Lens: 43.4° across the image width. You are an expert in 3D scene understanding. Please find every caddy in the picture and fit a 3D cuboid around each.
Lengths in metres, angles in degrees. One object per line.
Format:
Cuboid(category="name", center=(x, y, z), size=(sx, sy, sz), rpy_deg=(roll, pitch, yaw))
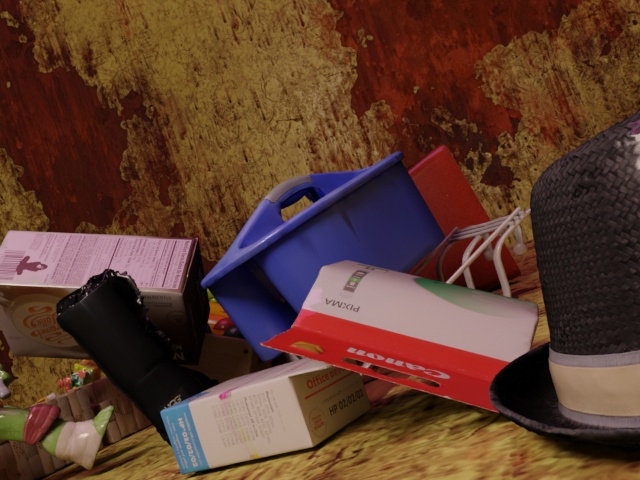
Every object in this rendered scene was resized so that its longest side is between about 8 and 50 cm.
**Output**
Cuboid(category="caddy", center=(0.000, 0.000, 1.038), size=(0.241, 0.179, 0.341), rpy_deg=(-34, 1, 43))

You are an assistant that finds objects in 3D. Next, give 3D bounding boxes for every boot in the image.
Cuboid(category="boot", center=(-0.205, 0.129, 0.925), size=(0.094, 0.207, 0.246), rpy_deg=(-38, 3, -11))

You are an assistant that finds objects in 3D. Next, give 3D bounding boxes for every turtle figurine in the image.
Cuboid(category="turtle figurine", center=(-0.366, 0.151, 0.921), size=(0.275, 0.266, 0.198), rpy_deg=(-84, 20, -51))

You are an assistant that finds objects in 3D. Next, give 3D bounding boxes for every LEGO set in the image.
Cuboid(category="LEGO set", center=(-0.416, 0.264, 1.248), size=(0.287, 0.132, 0.107), rpy_deg=(-45, -7, 24))

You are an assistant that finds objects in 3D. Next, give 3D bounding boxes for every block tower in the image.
Cuboid(category="block tower", center=(-0.335, 0.252, 1.141), size=(0.097, 0.091, 0.335), rpy_deg=(-20, -3, 34))

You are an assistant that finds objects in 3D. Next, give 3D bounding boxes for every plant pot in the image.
Cuboid(category="plant pot", center=(0.163, 0.015, 1.494), size=(0.235, 0.267, 0.267), rpy_deg=(-30, 0, -11))

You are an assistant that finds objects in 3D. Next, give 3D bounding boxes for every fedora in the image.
Cuboid(category="fedora", center=(0.233, -0.011, 0.429), size=(0.333, 0.153, 0.334), rpy_deg=(-20, -2, -1))

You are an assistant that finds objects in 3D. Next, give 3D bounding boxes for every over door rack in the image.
Cuboid(category="over door rack", center=(0.130, 0.085, 0.994), size=(0.324, 0.108, 0.239), rpy_deg=(-34, 0, -11))

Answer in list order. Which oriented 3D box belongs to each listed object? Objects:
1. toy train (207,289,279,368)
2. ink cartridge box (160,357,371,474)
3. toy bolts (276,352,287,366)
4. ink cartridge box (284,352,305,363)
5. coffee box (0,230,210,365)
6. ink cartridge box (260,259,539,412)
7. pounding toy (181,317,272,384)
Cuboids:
Cuboid(category="toy train", center=(-0.184, 0.124, 1.310), size=(0.247, 0.144, 0.105), rpy_deg=(12, -34, -7))
Cuboid(category="ink cartridge box", center=(-0.031, 0.140, 0.685), size=(0.181, 0.062, 0.104), rpy_deg=(-21, -4, 31))
Cuboid(category="toy bolts", center=(-0.059, 0.132, 1.461), size=(0.228, 0.159, 0.218), rpy_deg=(-19, -2, -22))
Cuboid(category="ink cartridge box", center=(0.074, 0.139, 1.279), size=(0.189, 0.066, 0.232), rpy_deg=(-17, 5, -36))
Cuboid(category="coffee box", center=(-0.274, 0.073, 1.019), size=(0.246, 0.098, 0.141), rpy_deg=(3, -46, 4))
Cuboid(category="ink cartridge box", center=(0.074, 0.064, 0.624), size=(0.180, 0.056, 0.224), rpy_deg=(13, 4, 14))
Cuboid(category="pounding toy", center=(-0.174, 0.151, 1.158), size=(0.205, 0.094, 0.181), rpy_deg=(8, 3, 10))
